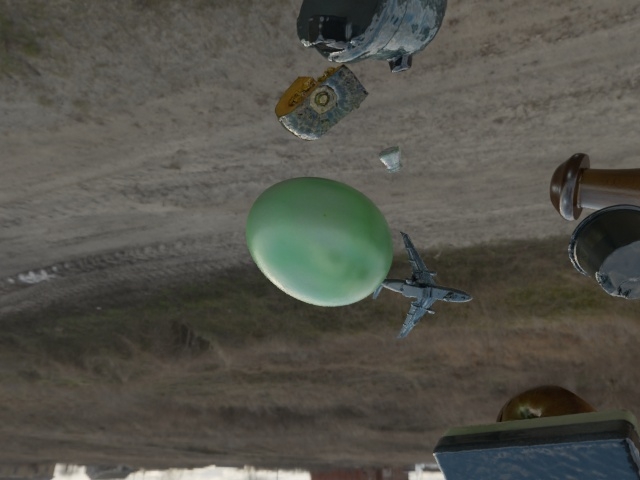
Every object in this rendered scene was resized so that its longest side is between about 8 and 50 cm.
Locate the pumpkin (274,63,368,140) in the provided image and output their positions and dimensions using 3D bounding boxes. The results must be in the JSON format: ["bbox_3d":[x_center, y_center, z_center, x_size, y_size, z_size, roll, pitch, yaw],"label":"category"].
[{"bbox_3d":[0.002,-0.424,1.493,0.280,0.190,0.139,-33,124,27],"label":"pumpkin"}]

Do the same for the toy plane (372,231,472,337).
[{"bbox_3d":[0.194,0.097,1.017,0.058,0.226,0.226,-9,-167,-41],"label":"toy plane"}]

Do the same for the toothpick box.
[{"bbox_3d":[0.781,-0.134,1.361,0.294,0.192,0.192,12,166,34],"label":"toothpick box"}]

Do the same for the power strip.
[{"bbox_3d":[0.277,0.280,0.625,0.257,0.105,0.070,-23,-179,38],"label":"power strip"}]

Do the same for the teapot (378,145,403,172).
[{"bbox_3d":[0.215,-0.242,1.494,0.064,0.083,0.064,3,127,44],"label":"teapot"}]

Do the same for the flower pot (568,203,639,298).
[{"bbox_3d":[0.530,0.028,0.880,0.157,0.107,0.157,4,119,7],"label":"flower pot"}]

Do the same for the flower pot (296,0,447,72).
[{"bbox_3d":[0.083,-0.508,1.080,0.283,0.299,0.299,-8,169,-44],"label":"flower pot"}]

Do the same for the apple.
[{"bbox_3d":[0.363,0.308,0.796,0.147,0.163,0.146,28,-170,-29],"label":"apple"}]

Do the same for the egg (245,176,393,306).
[{"bbox_3d":[0.000,0.000,0.893,0.270,0.220,0.220,30,147,-19],"label":"egg"}]
